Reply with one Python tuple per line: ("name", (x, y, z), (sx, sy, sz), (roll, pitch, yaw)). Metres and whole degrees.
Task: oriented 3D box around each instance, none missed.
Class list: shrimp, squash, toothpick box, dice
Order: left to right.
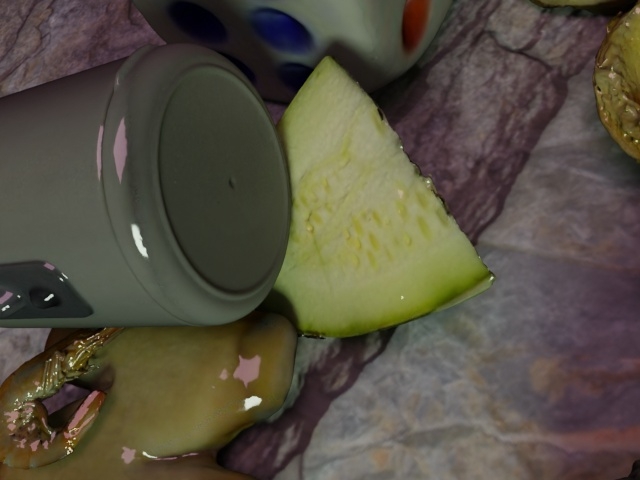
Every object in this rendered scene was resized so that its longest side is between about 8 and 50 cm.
("shrimp", (-0.230, 0.134, 0.520), (0.162, 0.045, 0.095), (-40, 52, -5))
("toothpick box", (-0.207, -0.020, 0.486), (0.316, 0.229, 0.229), (-6, 63, 24))
("dice", (-0.020, -0.342, 0.619), (0.304, 0.277, 0.304), (18, 72, 26))
("squash", (0.000, 0.000, 0.513), (0.155, 0.204, 0.237), (-24, 67, -12))

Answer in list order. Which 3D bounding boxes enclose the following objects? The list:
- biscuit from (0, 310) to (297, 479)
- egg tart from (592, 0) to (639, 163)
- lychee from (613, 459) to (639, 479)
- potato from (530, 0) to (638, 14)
("biscuit", (-0.170, 0.167, 0.539), (0.290, 0.062, 0.237), (2, 66, 27))
("egg tart", (0.333, -0.132, 0.483), (0.212, 0.090, 0.213), (-8, 62, 15))
("lychee", (0.233, 0.221, 0.256), (0.255, 0.274, 0.255), (2, 97, 19))
("potato", (0.263, -0.397, 0.576), (0.242, 0.242, 0.286), (4, 69, 23))
